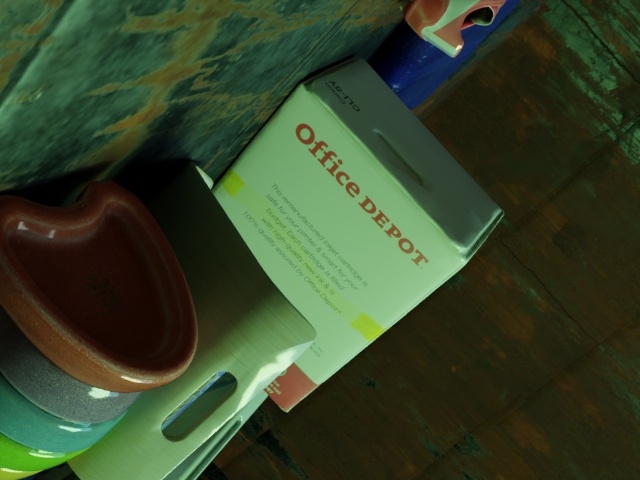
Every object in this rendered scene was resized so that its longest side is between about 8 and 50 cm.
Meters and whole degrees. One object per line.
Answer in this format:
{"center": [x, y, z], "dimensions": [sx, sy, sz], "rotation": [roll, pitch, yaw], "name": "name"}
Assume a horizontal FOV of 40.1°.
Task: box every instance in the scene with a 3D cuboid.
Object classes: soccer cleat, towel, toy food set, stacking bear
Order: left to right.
{"center": [-0.246, 0.107, 0.665], "dimensions": [0.289, 0.164, 0.175], "rotation": [-37, 174, 23], "name": "stacking bear"}
{"center": [-0.145, 0.071, 0.815], "dimensions": [0.219, 0.092, 0.306], "rotation": [-42, -145, 2], "name": "toy food set"}
{"center": [0.150, -0.278, 1.266], "dimensions": [0.227, 0.076, 0.308], "rotation": [-32, 172, -38], "name": "towel"}
{"center": [0.200, -0.313, 1.051], "dimensions": [0.248, 0.095, 0.083], "rotation": [-41, 177, -24], "name": "soccer cleat"}

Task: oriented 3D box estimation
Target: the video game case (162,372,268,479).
{"center": [-0.292, 0.269, 1.306], "dimensions": [0.300, 0.329, 0.036], "rotation": [-45, 136, -47], "name": "video game case"}

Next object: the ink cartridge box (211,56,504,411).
{"center": [0.000, 0.000, 1.137], "dimensions": [0.384, 0.279, 0.160], "rotation": [-44, 178, 37], "name": "ink cartridge box"}

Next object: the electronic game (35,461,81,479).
{"center": [-0.284, 0.287, 0.934], "dimensions": [0.229, 0.048, 0.229], "rotation": [-37, 169, -8], "name": "electronic game"}

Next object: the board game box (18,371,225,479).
{"center": [-0.295, 0.199, 1.046], "dimensions": [0.232, 0.141, 0.291], "rotation": [-44, 168, 25], "name": "board game box"}
